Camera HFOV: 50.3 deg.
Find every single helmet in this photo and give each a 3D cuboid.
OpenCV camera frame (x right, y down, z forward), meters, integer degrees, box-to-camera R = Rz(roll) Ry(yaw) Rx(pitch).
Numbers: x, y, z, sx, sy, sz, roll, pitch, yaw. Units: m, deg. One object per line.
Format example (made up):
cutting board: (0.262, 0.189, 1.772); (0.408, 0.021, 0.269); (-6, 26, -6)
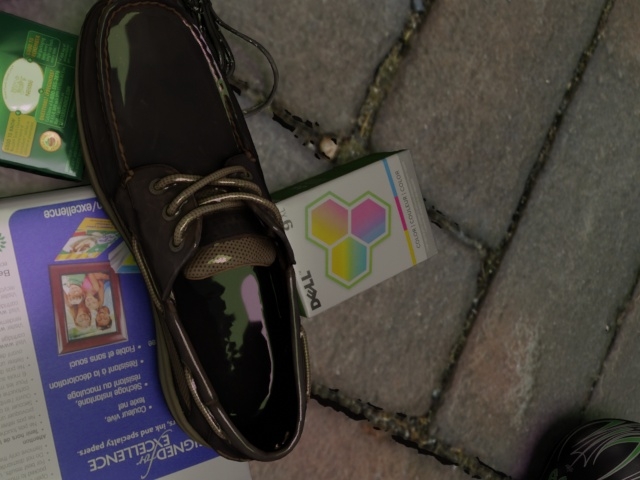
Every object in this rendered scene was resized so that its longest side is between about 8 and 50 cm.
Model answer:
helmet: (0.339, 0.282, 0.770); (0.169, 0.169, 0.161); (36, 94, -24)

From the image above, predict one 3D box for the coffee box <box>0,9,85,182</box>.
coffee box: (-0.261, -0.118, 0.505); (0.184, 0.040, 0.113); (12, 87, -27)

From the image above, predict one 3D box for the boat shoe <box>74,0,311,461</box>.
boat shoe: (-0.073, -0.005, 0.492); (0.132, 0.130, 0.355); (-23, 104, -28)

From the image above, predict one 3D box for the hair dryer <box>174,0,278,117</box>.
hair dryer: (-0.143, -0.233, 0.535); (0.293, 0.080, 0.224); (13, 87, -27)

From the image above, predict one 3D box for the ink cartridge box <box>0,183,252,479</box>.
ink cartridge box: (-0.218, 0.117, 0.530); (0.303, 0.072, 0.307); (-12, 100, -28)

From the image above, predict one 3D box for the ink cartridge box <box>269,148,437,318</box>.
ink cartridge box: (0.000, 0.000, 0.634); (0.209, 0.062, 0.109); (-24, 104, -23)
